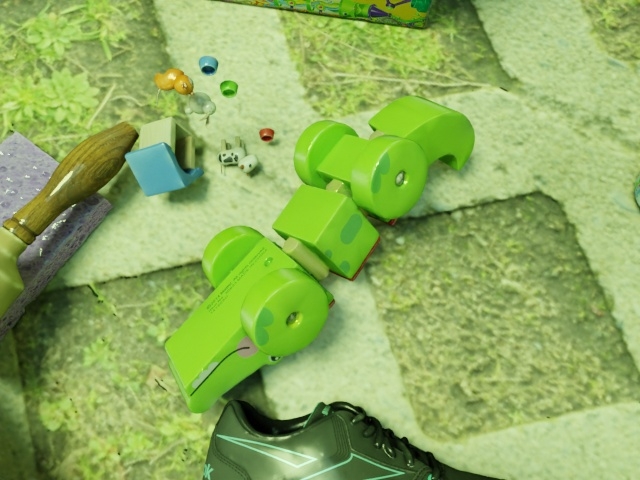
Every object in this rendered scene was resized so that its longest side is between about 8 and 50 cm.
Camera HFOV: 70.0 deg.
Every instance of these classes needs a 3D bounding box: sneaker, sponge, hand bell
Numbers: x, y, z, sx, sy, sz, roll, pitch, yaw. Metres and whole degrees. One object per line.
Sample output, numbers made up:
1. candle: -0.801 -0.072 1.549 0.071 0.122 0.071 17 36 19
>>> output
1. sneaker: 0.038 0.183 0.352 0.268 0.101 0.106 3 75 0
2. sponge: -0.307 0.012 0.425 0.117 0.031 0.210 34 79 6
3. hand bell: -0.239 -0.013 0.376 0.126 0.126 0.242 34 67 7

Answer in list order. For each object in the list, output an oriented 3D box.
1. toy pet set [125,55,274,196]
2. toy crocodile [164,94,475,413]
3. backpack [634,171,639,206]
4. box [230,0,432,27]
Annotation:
1. toy pet set: -0.112 -0.083 0.404 0.114 0.122 0.065 -11 69 17
2. toy crocodile: 0.000 0.000 0.397 0.340 0.105 0.115 -50 40 -9
3. backpack: 0.358 -0.063 0.415 0.105 0.084 0.114 38 83 10
4. box: -0.011 -0.360 0.376 0.280 0.290 0.176 9 78 1
